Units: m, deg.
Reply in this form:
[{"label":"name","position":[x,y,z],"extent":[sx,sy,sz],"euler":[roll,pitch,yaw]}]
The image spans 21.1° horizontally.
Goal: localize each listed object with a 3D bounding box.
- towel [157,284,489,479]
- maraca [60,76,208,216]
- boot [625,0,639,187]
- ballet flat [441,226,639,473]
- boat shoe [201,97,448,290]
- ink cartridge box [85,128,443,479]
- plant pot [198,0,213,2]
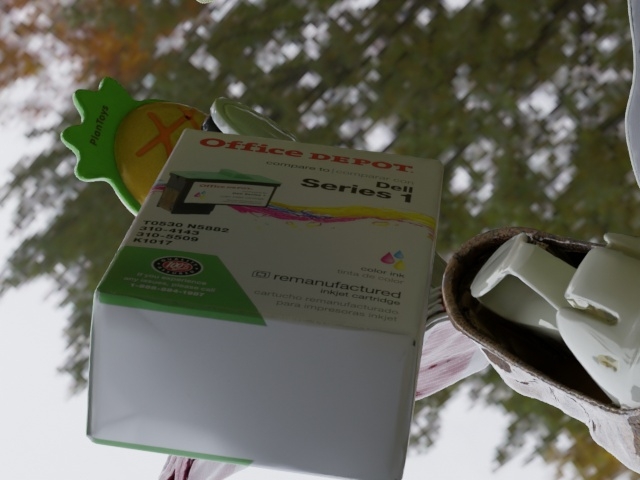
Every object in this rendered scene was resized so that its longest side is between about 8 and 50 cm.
[{"label":"towel","position":[0.034,0.115,1.409],"extent":[0.329,0.237,0.037],"euler":[-20,-110,-24]},{"label":"maraca","position":[-0.145,-0.072,1.531],"extent":[0.186,0.099,0.127],"euler":[27,-125,-26]},{"label":"boot","position":[0.396,-0.157,1.712],"extent":[0.176,0.088,0.244],"euler":[-7,-77,-28]},{"label":"ballet flat","position":[0.141,0.044,0.816],"extent":[0.106,0.316,0.107],"euler":[42,-103,-18]},{"label":"boat shoe","position":[0.000,0.000,1.470],"extent":[0.302,0.091,0.114],"euler":[41,-161,-18]},{"label":"ink cartridge box","position":[-0.027,0.034,1.167],"extent":[0.201,0.117,0.278],"euler":[8,-155,4]},{"label":"plant pot","position":[-0.052,-0.312,1.250],"extent":[0.227,0.228,0.207],"euler":[42,-131,-39]}]
